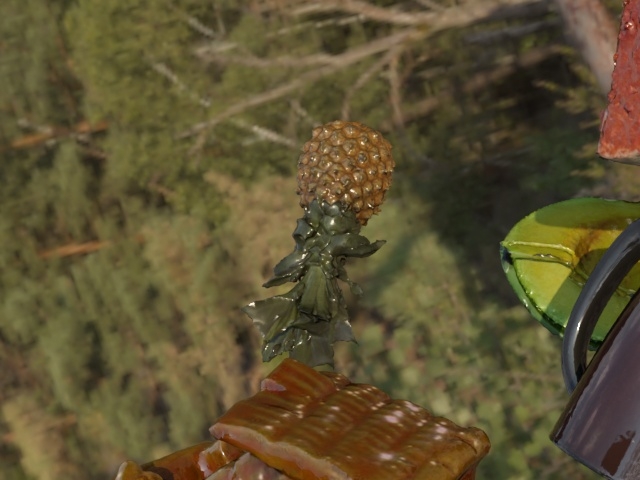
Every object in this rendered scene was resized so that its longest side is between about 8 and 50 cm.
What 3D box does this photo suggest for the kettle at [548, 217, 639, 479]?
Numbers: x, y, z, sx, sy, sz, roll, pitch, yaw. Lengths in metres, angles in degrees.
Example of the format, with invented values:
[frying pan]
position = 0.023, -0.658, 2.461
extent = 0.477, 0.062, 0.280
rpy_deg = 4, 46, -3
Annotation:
[kettle]
position = 0.304, 0.098, 1.107
extent = 0.202, 0.144, 0.232
rpy_deg = 32, 95, 54

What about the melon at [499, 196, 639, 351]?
[melon]
position = 0.347, 0.035, 1.453
extent = 0.169, 0.265, 0.129
rpy_deg = -62, -28, -59

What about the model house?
[model house]
position = -0.027, 0.185, 0.741
extent = 0.229, 0.199, 0.219
rpy_deg = -37, 72, 31

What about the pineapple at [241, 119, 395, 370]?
[pineapple]
position = 0.000, 0.000, 1.371
extent = 0.119, 0.130, 0.277
rpy_deg = 118, 167, -56

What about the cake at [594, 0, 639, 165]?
[cake]
position = 0.331, -0.180, 0.996
extent = 0.160, 0.158, 0.261
rpy_deg = 16, 103, 57
